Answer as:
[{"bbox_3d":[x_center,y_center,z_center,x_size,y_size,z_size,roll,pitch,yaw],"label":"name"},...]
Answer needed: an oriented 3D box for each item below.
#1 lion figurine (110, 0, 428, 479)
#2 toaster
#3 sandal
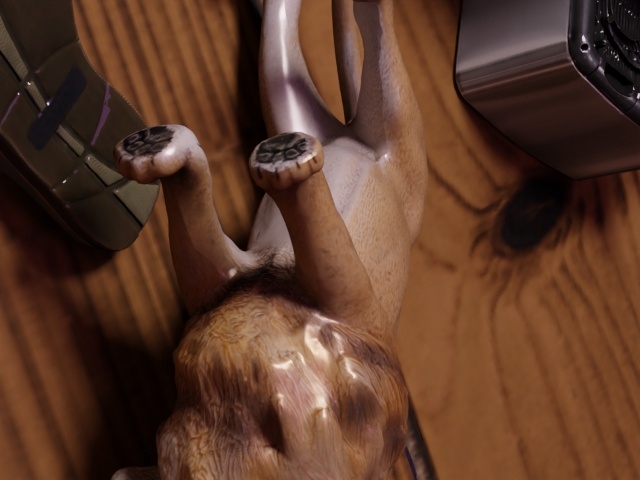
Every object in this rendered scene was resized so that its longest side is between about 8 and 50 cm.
[{"bbox_3d":[0.000,0.000,0.878,0.392,0.142,0.240,-61,143,-45],"label":"lion figurine"},{"bbox_3d":[0.187,-0.137,1.150,0.168,0.110,0.186,29,59,-41],"label":"toaster"},{"bbox_3d":[-0.146,-0.082,0.798,0.090,0.060,0.219,-59,138,-26],"label":"sandal"}]
